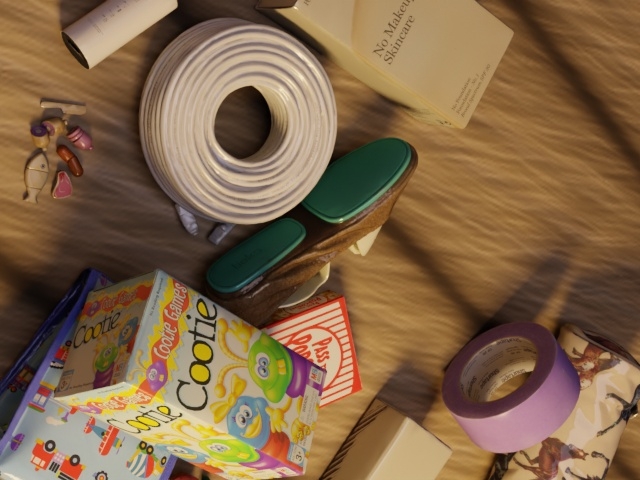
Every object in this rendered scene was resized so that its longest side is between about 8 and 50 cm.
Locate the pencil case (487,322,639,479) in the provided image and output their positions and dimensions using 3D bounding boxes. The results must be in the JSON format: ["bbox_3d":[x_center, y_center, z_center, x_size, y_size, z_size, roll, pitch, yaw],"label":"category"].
[{"bbox_3d":[0.377,0.345,1.715,0.184,0.160,0.410,27,87,-16],"label":"pencil case"}]

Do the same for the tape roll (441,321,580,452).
[{"bbox_3d":[0.278,0.214,1.613,0.189,0.189,0.080,-45,118,-14],"label":"tape roll"}]

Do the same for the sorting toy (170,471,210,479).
[{"bbox_3d":[-0.171,0.343,1.479,0.061,0.042,0.102,-27,126,-5],"label":"sorting toy"}]

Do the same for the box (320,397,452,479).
[{"bbox_3d":[0.060,0.376,1.580,0.113,0.094,0.275,42,79,-30],"label":"box"}]

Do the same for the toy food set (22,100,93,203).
[{"bbox_3d":[-0.310,-0.102,1.310,0.078,0.019,0.122,3,99,-30],"label":"toy food set"}]

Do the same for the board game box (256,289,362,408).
[{"bbox_3d":[-0.045,0.169,1.504,0.194,0.045,0.146,-21,110,-24],"label":"board game box"}]

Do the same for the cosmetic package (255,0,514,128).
[{"bbox_3d":[0.089,-0.290,1.444,0.309,0.113,0.160,29,86,-32],"label":"cosmetic package"}]

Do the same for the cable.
[{"bbox_3d":[-0.102,-0.147,1.378,0.257,0.089,0.257,-40,117,-16],"label":"cable"}]

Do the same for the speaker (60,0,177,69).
[{"bbox_3d":[-0.238,-0.261,1.297,0.136,0.055,0.055,-40,117,-17],"label":"speaker"}]

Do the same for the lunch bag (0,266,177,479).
[{"bbox_3d":[-0.263,0.193,1.350,0.221,0.138,0.293,41,68,-28],"label":"lunch bag"}]

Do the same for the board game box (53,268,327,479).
[{"bbox_3d":[-0.147,0.169,1.299,0.275,0.144,0.142,35,54,-34],"label":"board game box"}]

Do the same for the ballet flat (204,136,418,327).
[{"bbox_3d":[0.000,0.000,1.467,0.342,0.116,0.124,-40,137,-16],"label":"ballet flat"}]
